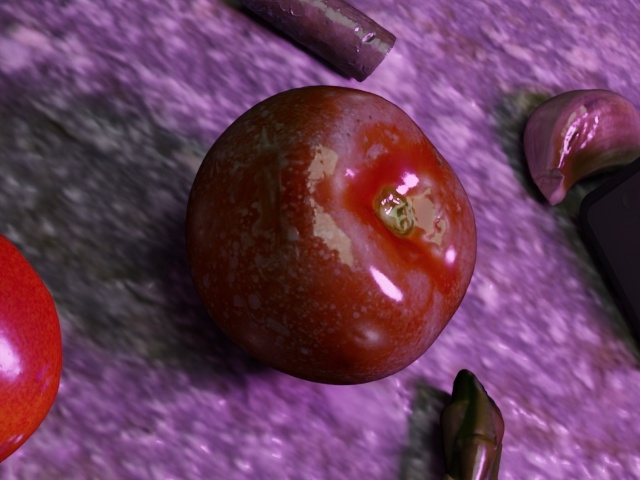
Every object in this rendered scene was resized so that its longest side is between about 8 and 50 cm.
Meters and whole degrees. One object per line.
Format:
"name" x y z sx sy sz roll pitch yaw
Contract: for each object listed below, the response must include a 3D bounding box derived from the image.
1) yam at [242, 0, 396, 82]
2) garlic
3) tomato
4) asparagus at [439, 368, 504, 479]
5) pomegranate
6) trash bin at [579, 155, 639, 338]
"yam" -0.004 -0.237 1.634 0.169 0.068 0.068 33 50 -15
"garlic" 0.315 -0.109 1.753 0.198 0.090 0.129 -4 80 -41
"tomato" 0.000 0.000 1.389 0.270 0.222 0.270 22 60 -43
"asparagus" 0.134 0.250 1.414 0.080 0.080 0.287 28 52 -14
"pomegranate" -0.318 0.095 1.138 0.221 0.221 0.257 44 79 -1
"trash bin" 0.486 -0.002 1.738 0.343 0.158 0.223 -12 70 -42
